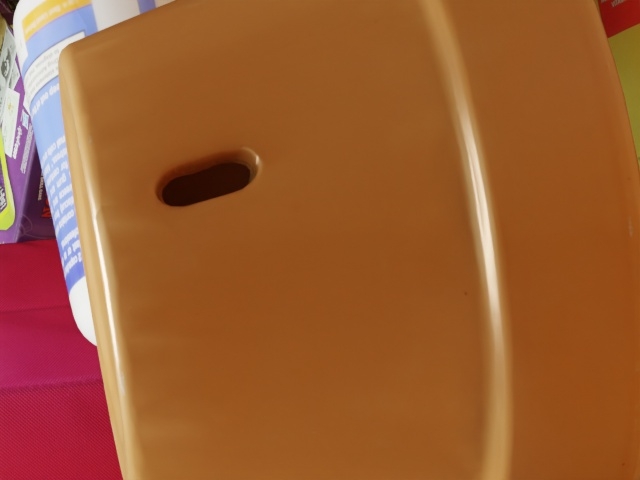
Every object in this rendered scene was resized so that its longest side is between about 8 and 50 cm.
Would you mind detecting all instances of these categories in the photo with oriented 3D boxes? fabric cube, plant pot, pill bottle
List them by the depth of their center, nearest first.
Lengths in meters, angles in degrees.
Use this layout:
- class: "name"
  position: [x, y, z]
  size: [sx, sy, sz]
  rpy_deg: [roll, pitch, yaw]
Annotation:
- class: "plant pot"
  position: [0.000, 0.000, 0.826]
  size: [0.291, 0.203, 0.290]
  rpy_deg: [171, 90, -82]
- class: "pill bottle"
  position: [-0.080, -0.023, 1.092]
  size: [0.152, 0.152, 0.272]
  rpy_deg: [-36, 64, 55]
- class: "fabric cube"
  position: [-0.240, 0.162, 1.278]
  size: [0.259, 0.258, 0.254]
  rpy_deg: [33, 121, 53]

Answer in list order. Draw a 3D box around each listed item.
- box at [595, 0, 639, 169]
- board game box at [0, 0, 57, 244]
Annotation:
- class: "box"
  position: [0.148, -0.092, 0.772]
  size: [0.058, 0.087, 0.232]
  rpy_deg: [-22, 74, 57]
- class: "board game box"
  position: [-0.266, -0.033, 1.500]
  size: [0.208, 0.056, 0.346]
  rpy_deg: [48, 133, 39]
